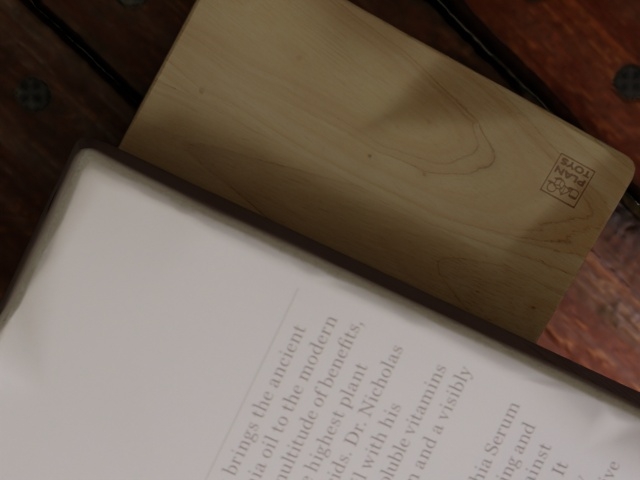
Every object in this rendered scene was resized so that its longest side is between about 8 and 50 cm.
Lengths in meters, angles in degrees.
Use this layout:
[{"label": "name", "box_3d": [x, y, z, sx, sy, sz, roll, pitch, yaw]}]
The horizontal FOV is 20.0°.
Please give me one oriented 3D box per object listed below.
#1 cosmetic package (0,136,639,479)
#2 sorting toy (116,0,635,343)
[{"label": "cosmetic package", "box_3d": [0.035, 0.144, 0.932, 0.453, 0.161, 0.230, 26, 93, -9]}, {"label": "sorting toy", "box_3d": [0.000, 0.000, 1.037, 0.257, 0.089, 0.255, 28, 98, -9]}]
